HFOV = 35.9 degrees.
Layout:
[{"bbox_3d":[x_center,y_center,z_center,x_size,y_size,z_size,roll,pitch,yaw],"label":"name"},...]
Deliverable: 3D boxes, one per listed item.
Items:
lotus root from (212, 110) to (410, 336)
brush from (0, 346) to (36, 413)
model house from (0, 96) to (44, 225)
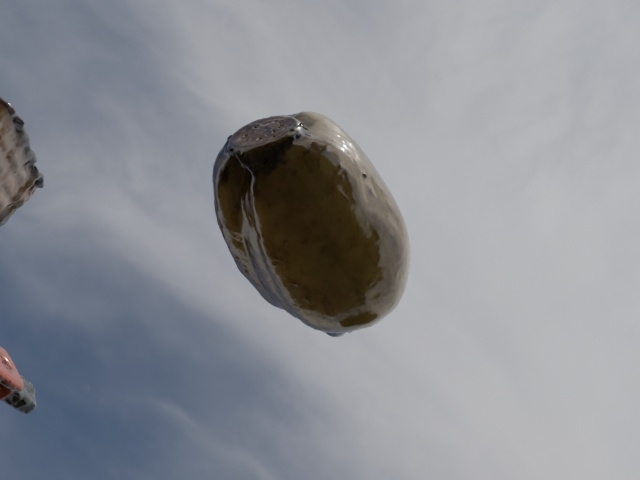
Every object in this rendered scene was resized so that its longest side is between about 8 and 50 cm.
[{"bbox_3d":[0.000,0.000,0.699,0.118,0.125,0.221,-36,-47,-6],"label":"lotus root"},{"bbox_3d":[-0.395,0.108,1.044,0.051,0.323,0.070,-34,-124,2],"label":"brush"},{"bbox_3d":[-0.294,-0.038,0.587,0.183,0.166,0.172,29,-115,7],"label":"model house"}]
